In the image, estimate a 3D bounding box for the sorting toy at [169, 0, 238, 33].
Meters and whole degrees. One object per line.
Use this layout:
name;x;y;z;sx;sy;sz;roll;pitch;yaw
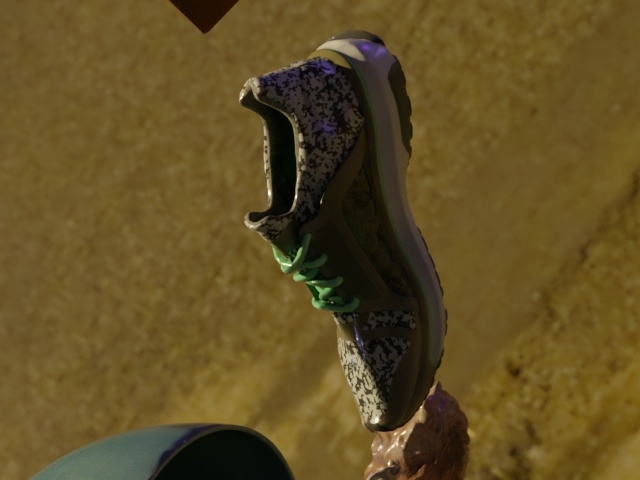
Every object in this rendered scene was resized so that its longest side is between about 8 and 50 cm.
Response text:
sorting toy;-0.105;-0.240;0.708;0.229;0.307;0.041;-45;12;9

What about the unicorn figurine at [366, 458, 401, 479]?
unicorn figurine;0.050;0.282;1.879;0.111;0.162;0.060;-44;4;-5

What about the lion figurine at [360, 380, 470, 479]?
lion figurine;0.072;0.362;1.988;0.240;0.142;0.392;-45;33;53

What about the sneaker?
sneaker;0.000;0.000;1.825;0.158;0.182;0.410;-7;95;57

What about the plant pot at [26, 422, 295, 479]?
plant pot;-0.168;0.283;1.483;0.195;0.290;0.290;5;62;32
